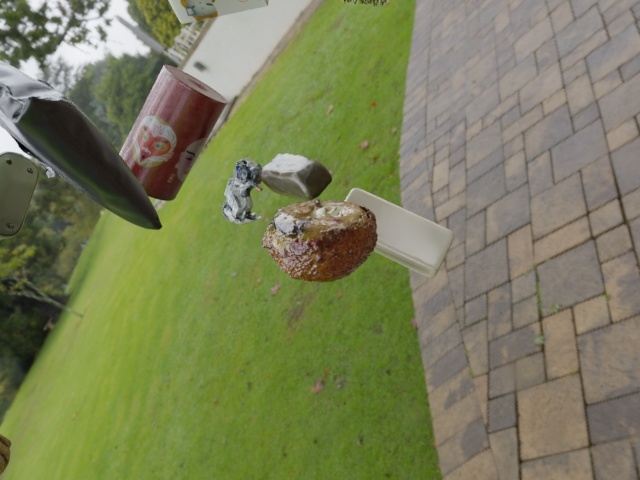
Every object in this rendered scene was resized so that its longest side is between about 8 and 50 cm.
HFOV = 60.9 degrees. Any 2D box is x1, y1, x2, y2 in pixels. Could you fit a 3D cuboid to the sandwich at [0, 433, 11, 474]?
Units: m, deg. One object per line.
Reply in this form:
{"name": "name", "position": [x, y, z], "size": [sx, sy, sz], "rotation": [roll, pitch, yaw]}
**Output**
{"name": "sandwich", "position": [-0.854, 0.480, 1.192], "size": [0.249, 0.273, 0.095], "rotation": [-36, 35, 6]}

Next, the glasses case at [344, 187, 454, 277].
{"name": "glasses case", "position": [0.214, -0.025, 1.608], "size": [0.144, 0.336, 0.076], "rotation": [-59, -13, -18]}

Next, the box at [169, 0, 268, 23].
{"name": "box", "position": [-0.258, -0.655, 1.140], "size": [0.224, 0.341, 0.144], "rotation": [-7, 59, 12]}

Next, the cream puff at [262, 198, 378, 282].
{"name": "cream puff", "position": [0.000, 0.000, 1.128], "size": [0.240, 0.239, 0.164], "rotation": [-112, 25, -64]}

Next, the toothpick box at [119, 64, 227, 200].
{"name": "toothpick box", "position": [-0.435, -0.307, 1.578], "size": [0.333, 0.204, 0.204], "rotation": [-56, 21, 16]}

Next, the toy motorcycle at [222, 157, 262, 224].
{"name": "toy motorcycle", "position": [-0.233, -0.138, 1.681], "size": [0.150, 0.102, 0.221], "rotation": [38, 121, 27]}

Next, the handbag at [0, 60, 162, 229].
{"name": "handbag", "position": [-0.327, -0.124, 0.689], "size": [0.211, 0.254, 0.089], "rotation": [31, 74, 29]}

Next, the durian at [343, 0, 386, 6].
{"name": "durian", "position": [0.099, -0.742, 1.427], "size": [0.169, 0.158, 0.352], "rotation": [115, 142, -62]}

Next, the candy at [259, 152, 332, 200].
{"name": "candy", "position": [-0.075, -0.183, 1.559], "size": [0.104, 0.102, 0.234], "rotation": [-45, 32, -22]}

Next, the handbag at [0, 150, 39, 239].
{"name": "handbag", "position": [-0.795, -0.089, 1.261], "size": [0.315, 0.109, 0.241], "rotation": [-5, 65, 33]}
